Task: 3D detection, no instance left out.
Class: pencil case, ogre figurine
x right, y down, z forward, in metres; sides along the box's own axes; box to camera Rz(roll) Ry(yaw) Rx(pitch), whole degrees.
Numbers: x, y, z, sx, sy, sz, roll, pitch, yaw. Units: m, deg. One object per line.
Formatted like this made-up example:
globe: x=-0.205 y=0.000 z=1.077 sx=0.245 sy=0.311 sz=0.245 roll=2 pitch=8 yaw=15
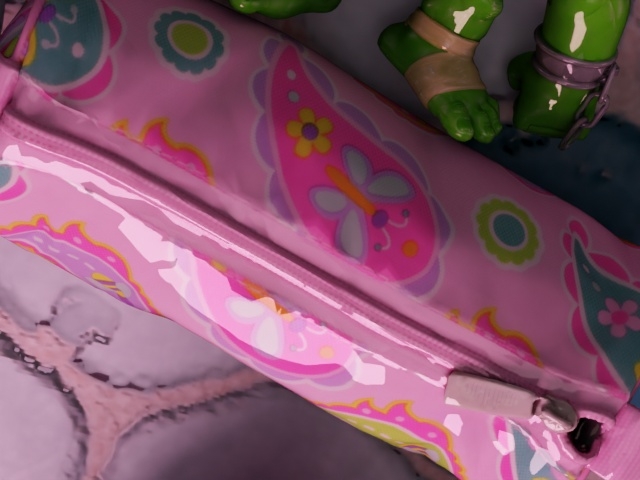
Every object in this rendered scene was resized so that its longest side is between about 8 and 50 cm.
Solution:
pencil case: x=0.000 y=0.000 z=0.557 sx=0.284 sy=0.124 sz=0.124 roll=30 pitch=107 yaw=-10
ogre figurine: x=0.040 y=-0.118 z=0.531 sx=0.197 sy=0.097 sz=0.118 roll=34 pitch=120 yaw=-1

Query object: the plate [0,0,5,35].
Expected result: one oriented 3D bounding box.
plate: x=-0.185 y=-0.102 z=0.500 sx=0.024 sy=0.188 sz=0.188 roll=-4 pitch=117 yaw=46
